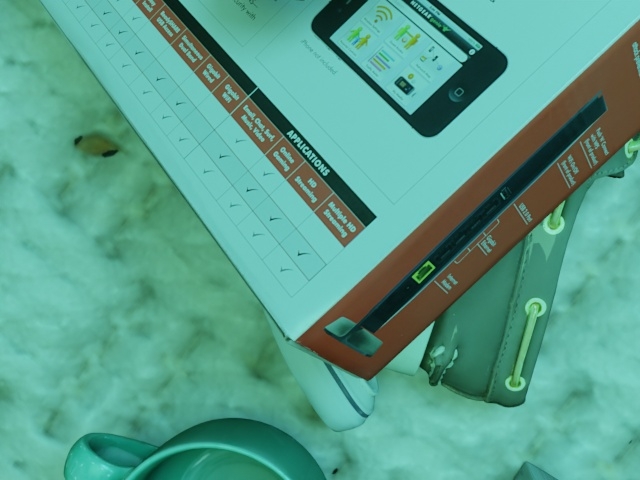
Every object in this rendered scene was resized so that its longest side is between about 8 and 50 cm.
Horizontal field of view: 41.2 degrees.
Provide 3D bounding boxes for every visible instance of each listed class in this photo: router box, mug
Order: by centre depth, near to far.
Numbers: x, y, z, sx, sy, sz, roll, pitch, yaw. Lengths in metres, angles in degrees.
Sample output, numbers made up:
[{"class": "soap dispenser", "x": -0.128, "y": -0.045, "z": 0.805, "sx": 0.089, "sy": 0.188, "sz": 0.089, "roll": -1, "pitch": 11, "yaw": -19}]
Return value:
[{"class": "router box", "x": 0.023, "y": -0.153, "z": 0.436, "sx": 0.301, "sy": 0.082, "sz": 0.335, "roll": -43, "pitch": 58, "yaw": 6}, {"class": "mug", "x": -0.062, "y": 0.163, "z": 0.520, "sx": 0.129, "sy": 0.097, "sz": 0.157, "roll": -29, "pitch": 87, "yaw": 6}]

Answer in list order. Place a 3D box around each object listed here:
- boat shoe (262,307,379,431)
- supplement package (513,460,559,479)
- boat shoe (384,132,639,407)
[{"class": "boat shoe", "x": 0.000, "y": 0.000, "z": 0.515, "sx": 0.076, "sy": 0.083, "sz": 0.226, "roll": -22, "pitch": 88, "yaw": 13}, {"class": "supplement package", "x": 0.176, "y": 0.229, "z": 0.491, "sx": 0.179, "sy": 0.105, "sz": 0.105, "roll": 30, "pitch": 93, "yaw": 4}, {"class": "boat shoe", "x": 0.131, "y": -0.050, "z": 0.493, "sx": 0.091, "sy": 0.109, "sz": 0.305, "roll": 22, "pitch": 99, "yaw": 5}]
